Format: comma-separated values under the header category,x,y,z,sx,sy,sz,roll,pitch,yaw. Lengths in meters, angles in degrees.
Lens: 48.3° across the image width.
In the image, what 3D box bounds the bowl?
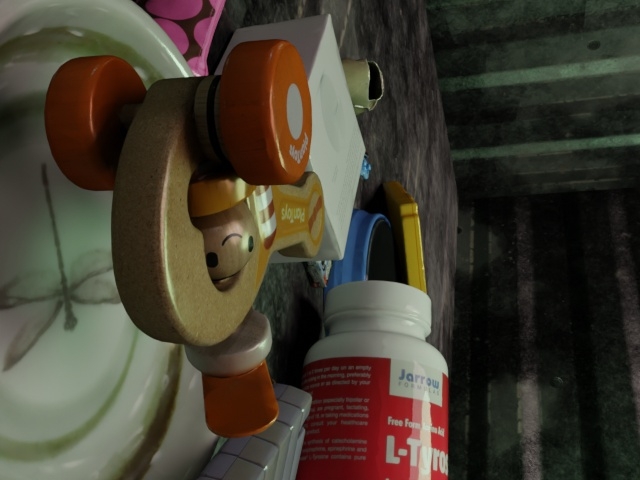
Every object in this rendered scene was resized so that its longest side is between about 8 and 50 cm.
category,x,y,z,sx,sy,sz,roll,pitch,yaw
bowl,0.099,0.129,1.432,0.391,0.077,0.390,-3,90,-73

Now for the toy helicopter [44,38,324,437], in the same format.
category,x,y,z,sx,sy,sz,roll,pitch,yaw
toy helicopter,-0.050,-0.001,0.543,0.355,0.140,0.234,-9,97,-76

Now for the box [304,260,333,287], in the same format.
category,x,y,z,sx,sy,sz,roll,pitch,yaw
box,0.000,0.000,1.214,0.137,0.027,0.093,-74,153,-46

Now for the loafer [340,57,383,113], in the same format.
category,x,y,z,sx,sy,sz,roll,pitch,yaw
loafer,0.083,-0.305,1.424,0.268,0.092,0.101,-22,108,-72

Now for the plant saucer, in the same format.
category,x,y,z,sx,sy,sz,roll,pitch,yaw
plant saucer,-0.176,0.022,0.519,0.400,0.101,0.400,-3,90,-73

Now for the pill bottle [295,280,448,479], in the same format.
category,x,y,z,sx,sy,sz,roll,pitch,yaw
pill bottle,0.078,0.280,1.081,0.229,0.229,0.407,55,36,-60

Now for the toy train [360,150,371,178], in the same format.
category,x,y,z,sx,sy,sz,roll,pitch,yaw
toy train,0.039,-0.163,1.291,0.184,0.080,0.105,7,75,-72

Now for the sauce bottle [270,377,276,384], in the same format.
category,x,y,z,sx,sy,sz,roll,pitch,yaw
sauce bottle,-0.063,0.241,0.944,0.042,0.042,0.128,-67,148,-55

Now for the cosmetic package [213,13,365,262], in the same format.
category,x,y,z,sx,sy,sz,roll,pitch,yaw
cosmetic package,-0.042,-0.126,0.914,0.224,0.138,0.224,-76,155,-43

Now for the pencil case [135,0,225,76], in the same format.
category,x,y,z,sx,sy,sz,roll,pitch,yaw
pencil case,-0.134,-0.214,0.696,0.095,0.098,0.209,84,13,-60

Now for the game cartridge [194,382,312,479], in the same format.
category,x,y,z,sx,sy,sz,roll,pitch,yaw
game cartridge,-0.093,0.335,0.655,0.230,0.068,0.354,-30,133,-68

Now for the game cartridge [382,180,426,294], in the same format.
category,x,y,z,sx,sy,sz,roll,pitch,yaw
game cartridge,0.199,0.025,1.662,0.323,0.053,0.285,-103,-175,-76
